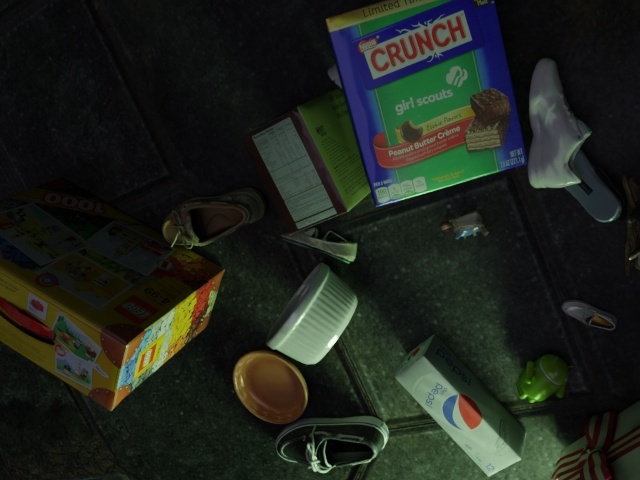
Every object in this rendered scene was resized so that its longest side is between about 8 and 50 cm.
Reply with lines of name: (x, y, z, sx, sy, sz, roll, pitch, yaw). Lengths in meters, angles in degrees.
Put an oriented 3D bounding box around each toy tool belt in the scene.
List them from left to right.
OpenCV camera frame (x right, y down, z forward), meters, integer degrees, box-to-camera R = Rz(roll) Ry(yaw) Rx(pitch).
toy tool belt: (0.272, -0.021, 1.266, 0.083, 0.052, 0.051, -22, 92, 32)

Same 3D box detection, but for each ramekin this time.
ramekin: (-0.012, 0.158, 1.393, 0.109, 0.207, 0.207, 35, 122, -4)

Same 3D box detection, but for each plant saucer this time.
plant saucer: (-0.117, 0.348, 1.616, 0.199, 0.037, 0.200, 9, 114, 21)

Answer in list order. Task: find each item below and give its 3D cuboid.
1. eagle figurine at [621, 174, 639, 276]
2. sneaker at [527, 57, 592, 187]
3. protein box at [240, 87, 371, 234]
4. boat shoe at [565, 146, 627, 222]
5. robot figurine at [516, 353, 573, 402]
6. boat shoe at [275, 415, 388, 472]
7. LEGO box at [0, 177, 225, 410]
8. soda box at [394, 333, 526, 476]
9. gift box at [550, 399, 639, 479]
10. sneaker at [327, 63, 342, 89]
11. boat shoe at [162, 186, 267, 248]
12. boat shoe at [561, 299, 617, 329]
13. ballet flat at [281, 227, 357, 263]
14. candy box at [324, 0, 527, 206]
eagle figurine: (0.616, -0.046, 1.005, 0.298, 0.226, 0.225, -3, 74, 22)
sneaker: (0.395, -0.193, 1.100, 0.094, 0.080, 0.212, 2, 99, 34)
protein box: (-0.010, -0.152, 1.255, 0.135, 0.200, 0.201, -21, 101, 30)
boat shoe: (0.452, -0.104, 1.143, 0.065, 0.083, 0.183, -45, 61, 32)
robot figurine: (0.433, 0.266, 1.302, 0.101, 0.067, 0.115, 27, 124, -19)
boat shoe: (0.010, 0.489, 1.575, 0.306, 0.105, 0.113, -11, 106, 28)
LEGO box: (-0.533, 0.094, 1.507, 0.499, 0.372, 0.193, 28, 120, 12)
soda box: (0.291, 0.339, 1.383, 0.286, 0.098, 0.091, 47, 122, 1)
gift box: (0.568, 0.478, 1.221, 0.258, 0.255, 0.276, 43, 116, 1)
sneaker: (0.116, -0.276, 1.217, 0.208, 0.081, 0.094, 38, 110, 0)
boat shoe: (-0.254, -0.046, 1.480, 0.285, 0.089, 0.105, -19, 103, 31)
boat shoe: (0.495, 0.140, 1.238, 0.100, 0.035, 0.035, 22, 119, 15)
ballet flat: (0.000, 0.000, 1.412, 0.168, 0.057, 0.053, 19, 90, 13)
candy box: (0.175, -0.250, 1.118, 0.268, 0.122, 0.317, -16, 105, 3)
